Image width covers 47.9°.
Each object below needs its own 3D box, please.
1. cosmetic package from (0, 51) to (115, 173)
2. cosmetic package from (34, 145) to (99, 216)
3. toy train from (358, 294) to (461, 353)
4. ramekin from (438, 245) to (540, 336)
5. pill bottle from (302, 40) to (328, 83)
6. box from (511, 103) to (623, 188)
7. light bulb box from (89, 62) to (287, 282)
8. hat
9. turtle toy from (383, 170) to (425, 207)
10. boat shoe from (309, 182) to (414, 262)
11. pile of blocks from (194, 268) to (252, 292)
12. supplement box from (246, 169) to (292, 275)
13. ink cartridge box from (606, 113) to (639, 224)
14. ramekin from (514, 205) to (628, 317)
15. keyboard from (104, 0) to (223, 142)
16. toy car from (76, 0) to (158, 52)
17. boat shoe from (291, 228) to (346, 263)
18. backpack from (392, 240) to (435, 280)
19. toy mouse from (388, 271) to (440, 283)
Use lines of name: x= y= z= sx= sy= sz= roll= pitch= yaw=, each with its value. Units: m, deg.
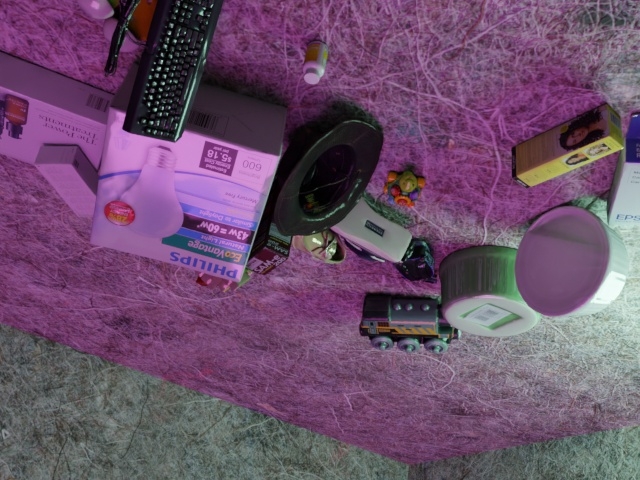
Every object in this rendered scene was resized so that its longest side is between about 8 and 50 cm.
cosmetic package: x=-0.688 y=-0.293 z=1.696 sx=0.377 sy=0.097 sz=0.284 roll=19 pitch=151 yaw=-16
cosmetic package: x=-0.598 y=-0.142 z=1.777 sx=0.099 sy=0.060 sz=0.239 roll=0 pitch=151 yaw=9
toy train: x=0.281 y=0.264 z=2.314 sx=0.334 sy=0.142 sz=0.190 roll=1 pitch=139 yaw=14
ramekin: x=0.484 y=0.155 z=2.047 sx=0.303 sy=0.148 sz=0.303 roll=7 pitch=150 yaw=4
pill bottle: x=-0.011 y=-0.348 z=1.413 sx=0.043 sy=0.083 sz=0.043 roll=8 pitch=149 yaw=5
box: x=0.513 y=-0.194 z=1.517 sx=0.058 sy=0.087 sz=0.232 roll=28 pitch=144 yaw=-31
light bulb box: x=-0.292 y=-0.143 z=1.595 sx=0.358 sy=0.225 sz=0.361 roll=15 pitch=126 yaw=-8
hat: x=-0.009 y=-0.167 z=1.650 sx=0.331 sy=0.134 sz=0.331 roll=-31 pitch=149 yaw=-21
turtle toy: x=0.203 y=-0.124 z=1.742 sx=0.095 sy=0.066 sz=0.130 roll=10 pitch=150 yaw=-1
boat shoe: x=0.071 y=-0.043 z=1.874 sx=0.340 sy=0.127 sz=0.158 roll=36 pitch=159 yaw=-20
pile of blocks: x=-0.256 y=0.043 z=1.859 sx=0.149 sy=0.362 sz=0.112 roll=40 pitch=109 yaw=-22
supplement box: x=-0.118 y=-0.048 z=1.793 sx=0.073 sy=0.239 sz=0.130 roll=24 pitch=147 yaw=-23
ink cartridge box: x=0.806 y=-0.140 z=1.540 sx=0.324 sy=0.071 sz=0.330 roll=2 pitch=150 yaw=14
ramekin: x=0.618 y=0.060 z=1.752 sx=0.127 sy=0.273 sz=0.273 roll=15 pitch=152 yaw=-33
keyboard: x=-0.293 y=-0.343 z=1.302 sx=0.201 sy=0.317 sz=0.033 roll=8 pitch=-164 yaw=-40
toy car: x=-0.363 y=-0.451 z=1.314 sx=0.136 sy=0.159 sz=0.182 roll=35 pitch=167 yaw=38
boat shoe: x=0.000 y=0.000 z=1.900 sx=0.098 sy=0.109 sz=0.302 roll=25 pitch=173 yaw=19
backpack: x=0.266 y=0.056 z=2.008 sx=0.105 sy=0.084 sz=0.114 roll=-10 pitch=141 yaw=28
toy mouse: x=0.287 y=0.103 z=2.124 sx=0.161 sy=0.031 sz=0.143 roll=6 pitch=171 yaw=19
